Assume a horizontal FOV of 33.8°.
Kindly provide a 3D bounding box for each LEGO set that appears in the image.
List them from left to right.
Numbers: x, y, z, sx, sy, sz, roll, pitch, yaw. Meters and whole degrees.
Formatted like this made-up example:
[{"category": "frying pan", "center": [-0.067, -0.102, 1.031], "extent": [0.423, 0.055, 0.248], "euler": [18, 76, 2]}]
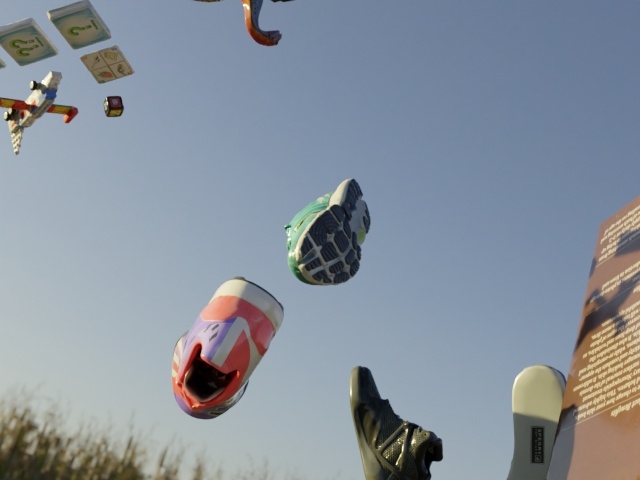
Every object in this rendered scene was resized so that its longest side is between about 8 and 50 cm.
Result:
[{"category": "LEGO set", "center": [-0.322, -0.187, 1.279], "extent": [0.183, 0.060, 0.244], "euler": [-17, -19, 2]}]

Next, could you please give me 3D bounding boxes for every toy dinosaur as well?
[{"category": "toy dinosaur", "center": [-0.046, -0.178, 0.743], "extent": [0.090, 0.082, 0.047], "euler": [11, -10, 31]}]

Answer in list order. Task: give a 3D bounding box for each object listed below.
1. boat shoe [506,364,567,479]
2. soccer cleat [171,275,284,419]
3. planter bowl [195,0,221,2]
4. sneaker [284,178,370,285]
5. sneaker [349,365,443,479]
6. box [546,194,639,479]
[{"category": "boat shoe", "center": [0.246, 0.247, 1.156], "extent": [0.078, 0.219, 0.070], "euler": [4, -8, 28]}, {"category": "soccer cleat", "center": [-0.138, 0.160, 1.279], "extent": [0.109, 0.116, 0.318], "euler": [33, -35, -1]}, {"category": "planter bowl", "center": [-0.060, -0.193, 0.537], "extent": [0.162, 0.109, 0.162], "euler": [25, -19, 9]}, {"category": "sneaker", "center": [0.000, 0.000, 1.544], "extent": [0.110, 0.275, 0.107], "euler": [-20, -76, 20]}, {"category": "sneaker", "center": [0.120, 0.295, 1.666], "extent": [0.130, 0.227, 0.087], "euler": [-19, -32, 7]}, {"category": "box", "center": [0.359, 0.121, 1.072], "extent": [0.143, 0.381, 0.191], "euler": [27, -31, -8]}]
